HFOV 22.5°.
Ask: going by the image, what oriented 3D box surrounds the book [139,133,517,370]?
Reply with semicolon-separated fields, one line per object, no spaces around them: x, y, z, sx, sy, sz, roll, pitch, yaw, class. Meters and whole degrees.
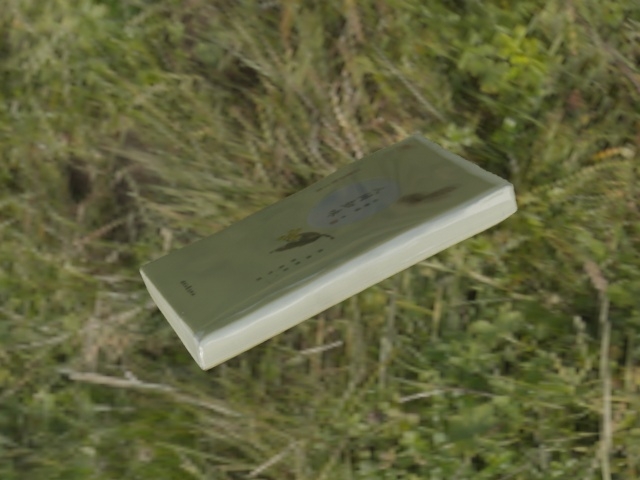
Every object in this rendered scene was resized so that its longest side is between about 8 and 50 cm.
0.000;-0.001;0.519;0.111;0.077;0.014;-27;113;-10;book
